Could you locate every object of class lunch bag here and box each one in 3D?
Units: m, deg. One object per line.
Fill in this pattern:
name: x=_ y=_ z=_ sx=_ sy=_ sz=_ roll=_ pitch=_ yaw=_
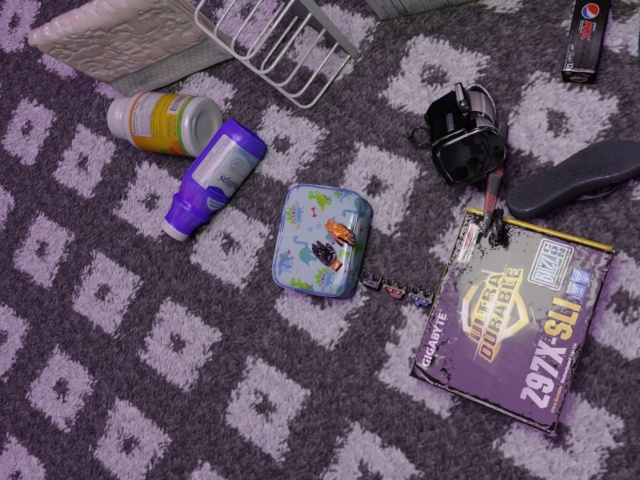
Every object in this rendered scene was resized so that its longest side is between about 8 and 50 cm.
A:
lunch bag: x=0.000 y=0.000 z=1.238 sx=0.176 sy=0.090 sz=0.219 roll=8 pitch=84 yaw=23

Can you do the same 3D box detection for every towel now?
towel: x=-0.401 y=-0.430 z=1.367 sx=0.332 sy=0.317 sz=0.053 roll=-15 pitch=74 yaw=21

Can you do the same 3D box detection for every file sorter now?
file sorter: x=-0.088 y=-0.414 z=1.251 sx=0.193 sy=0.277 sz=0.173 roll=43 pitch=100 yaw=24

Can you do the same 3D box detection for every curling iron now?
curling iron: x=0.308 y=-0.112 z=1.095 sx=0.035 sy=0.068 sz=0.274 roll=1 pitch=54 yaw=18

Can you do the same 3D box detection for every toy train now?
toy train: x=0.147 y=0.095 z=1.192 sx=0.158 sy=0.027 sz=0.036 roll=17 pitch=91 yaw=25

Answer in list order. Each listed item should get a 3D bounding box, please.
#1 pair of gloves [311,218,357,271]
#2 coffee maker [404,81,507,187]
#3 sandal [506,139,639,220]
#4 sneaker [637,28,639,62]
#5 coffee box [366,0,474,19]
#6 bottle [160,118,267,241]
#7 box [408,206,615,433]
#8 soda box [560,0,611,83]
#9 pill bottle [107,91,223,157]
pair of gloves: x=0.025 y=0.008 z=1.171 sx=0.074 sy=0.010 sz=0.083 roll=38 pitch=101 yaw=23
coffee maker: x=0.242 y=-0.176 z=1.115 sx=0.120 sy=0.178 sz=0.171 roll=35 pitch=124 yaw=-16
sandal: x=0.447 y=-0.102 z=1.078 sx=0.254 sy=0.054 sz=0.097 roll=-23 pitch=39 yaw=10
sneaker: x=0.602 y=-0.315 z=1.047 sx=0.092 sy=0.087 sz=0.229 roll=-4 pitch=78 yaw=4
coffee box: x=0.201 y=-0.650 z=1.119 sx=0.334 sy=0.338 sz=0.338 roll=-4 pitch=85 yaw=24
bottle: x=-0.238 y=-0.126 z=1.348 sx=0.092 sy=0.118 sz=0.283 roll=42 pitch=97 yaw=24
box: x=0.328 y=0.131 z=1.080 sx=0.257 sy=0.079 sz=0.322 roll=19 pitch=88 yaw=23
soda box: x=0.480 y=-0.372 z=1.119 sx=0.060 sy=0.053 sz=0.169 roll=11 pitch=85 yaw=24
pill bottle: x=-0.358 y=-0.267 z=1.417 sx=0.245 sy=0.136 sz=0.136 roll=11 pitch=85 yaw=25
